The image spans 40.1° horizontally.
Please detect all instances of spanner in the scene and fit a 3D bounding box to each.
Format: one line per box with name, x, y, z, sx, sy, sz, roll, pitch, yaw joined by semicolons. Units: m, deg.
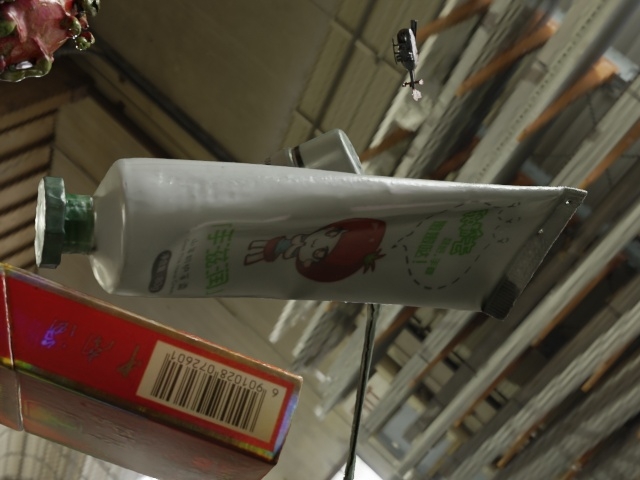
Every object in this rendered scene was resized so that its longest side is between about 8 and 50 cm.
spanner;0.049;0.175;1.022;0.071;0.017;0.302;-64;-18;-67

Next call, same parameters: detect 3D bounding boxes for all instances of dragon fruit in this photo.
dragon fruit;-0.357;-0.270;1.031;0.172;0.160;0.166;-35;17;-37

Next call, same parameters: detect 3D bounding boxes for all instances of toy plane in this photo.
toy plane;0.161;-0.323;1.577;0.060;0.037;0.145;-27;-70;-61

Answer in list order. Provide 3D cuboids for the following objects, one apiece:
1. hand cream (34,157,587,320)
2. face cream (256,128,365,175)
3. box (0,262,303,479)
hand cream;0.000;0.000;0.545;0.336;0.076;0.121;4;-45;-22
face cream;-0.097;-0.034;1.069;0.314;0.089;0.143;-26;27;10
box;-0.192;0.134;0.787;0.197;0.313;0.089;121;170;-61
